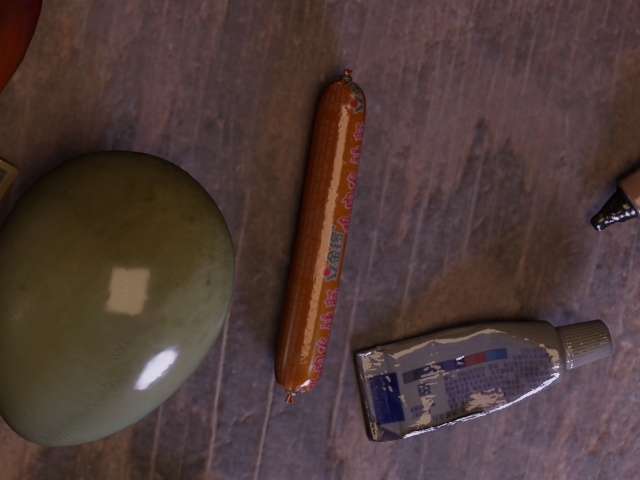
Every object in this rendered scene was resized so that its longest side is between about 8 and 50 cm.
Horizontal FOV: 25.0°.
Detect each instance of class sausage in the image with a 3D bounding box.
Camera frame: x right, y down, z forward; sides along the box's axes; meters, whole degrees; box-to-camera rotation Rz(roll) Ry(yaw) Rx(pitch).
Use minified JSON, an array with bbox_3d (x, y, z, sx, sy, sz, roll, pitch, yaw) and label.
[{"bbox_3d":[0.000,0.000,1.454,0.053,0.053,0.348,5,102,-21],"label":"sausage"}]

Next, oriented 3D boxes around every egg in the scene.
[{"bbox_3d":[-0.200,0.060,1.308,0.218,0.218,0.295,20,106,-24],"label":"egg"}]

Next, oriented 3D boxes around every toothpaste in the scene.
[{"bbox_3d":[0.179,0.140,1.561,0.282,0.068,0.099,-13,78,-7],"label":"toothpaste"}]

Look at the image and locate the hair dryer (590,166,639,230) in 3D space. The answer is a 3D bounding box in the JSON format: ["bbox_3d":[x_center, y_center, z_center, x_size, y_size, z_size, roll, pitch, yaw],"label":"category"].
[{"bbox_3d":[0.432,-0.122,1.566,0.344,0.107,0.189,-35,113,-2],"label":"hair dryer"}]

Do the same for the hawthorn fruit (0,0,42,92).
[{"bbox_3d":[-0.447,-0.213,1.045,0.471,0.472,0.472,-5,106,-19],"label":"hawthorn fruit"}]

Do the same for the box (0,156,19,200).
[{"bbox_3d":[-0.358,-0.072,1.322,0.149,0.020,0.073,32,93,-25],"label":"box"}]
